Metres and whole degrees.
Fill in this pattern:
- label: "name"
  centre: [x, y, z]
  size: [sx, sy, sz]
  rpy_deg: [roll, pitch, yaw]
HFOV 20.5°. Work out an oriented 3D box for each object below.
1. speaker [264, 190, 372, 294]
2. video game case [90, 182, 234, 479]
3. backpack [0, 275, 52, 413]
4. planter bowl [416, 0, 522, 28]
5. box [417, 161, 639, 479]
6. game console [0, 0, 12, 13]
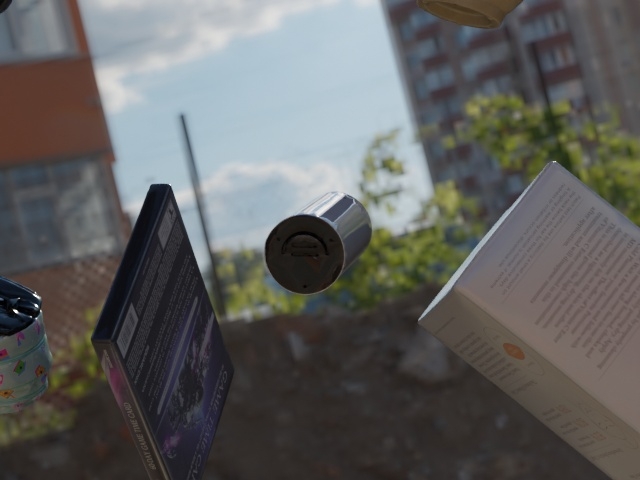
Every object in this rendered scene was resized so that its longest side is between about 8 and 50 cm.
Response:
- label: "speaker"
  centre: [0.000, 0.000, 1.212]
  size: [0.055, 0.055, 0.136]
  rpy_deg: [-15, 5, 10]
- label: "video game case"
  centre: [-0.144, 0.110, 1.683]
  size: [0.026, 0.196, 0.274]
  rpy_deg: [2, -43, 16]
- label: "backpack"
  centre: [-0.350, 0.103, 1.716]
  size: [0.182, 0.115, 0.152]
  rpy_deg: [1, 27, 16]
- label: "planter bowl"
  centre: [0.165, -0.297, 1.941]
  size: [0.162, 0.109, 0.162]
  rpy_deg: [17, -5, 1]
- label: "box"
  centre: [0.295, 0.111, 1.771]
  size: [0.168, 0.345, 0.215]
  rpy_deg: [-50, -2, -14]
- label: "game console"
  centre: [-0.331, -0.366, 1.432]
  size: [0.173, 0.293, 0.250]
  rpy_deg: [-45, -39, -9]
